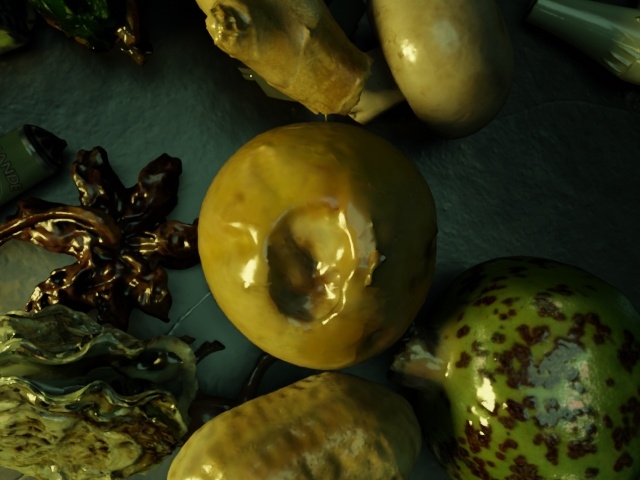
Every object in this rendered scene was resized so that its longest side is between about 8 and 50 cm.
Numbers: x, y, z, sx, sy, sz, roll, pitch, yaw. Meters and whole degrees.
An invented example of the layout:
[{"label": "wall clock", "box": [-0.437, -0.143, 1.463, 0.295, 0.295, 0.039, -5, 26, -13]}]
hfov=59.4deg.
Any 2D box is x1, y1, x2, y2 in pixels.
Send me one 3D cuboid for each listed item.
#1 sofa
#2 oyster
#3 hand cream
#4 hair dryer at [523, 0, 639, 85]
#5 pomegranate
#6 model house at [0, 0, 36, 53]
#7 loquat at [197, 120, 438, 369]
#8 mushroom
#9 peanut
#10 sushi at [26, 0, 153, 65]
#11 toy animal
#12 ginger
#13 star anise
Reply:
[{"label": "sofa", "box": [-0.018, -0.232, 0.654, 0.147, 0.085, 0.060, -57, 138, -11]}, {"label": "oyster", "box": [-0.245, 0.138, 0.503, 0.267, 0.199, 0.112, 7, 40, -1]}, {"label": "hand cream", "box": [-0.368, -0.044, 0.571, 0.235, 0.055, 0.086, -31, 86, -4]}, {"label": "hair dryer", "box": [0.383, -0.328, 0.741, 0.229, 0.092, 0.267, 7, 69, -4]}, {"label": "pomegranate", "box": [0.194, 0.136, 0.561, 0.270, 0.254, 0.254, 19, 81, -11]}, {"label": "model house", "box": [-0.417, -0.271, 0.557, 0.211, 0.170, 0.194, -17, 84, -39]}, {"label": "loquat", "box": [0.000, 0.000, 0.540, 0.243, 0.244, 0.244, 1, 84, -11]}, {"label": "mushroom", "box": [0.105, -0.199, 0.620, 0.204, 0.204, 0.204, 1, 84, -11]}, {"label": "peanut", "box": [-0.019, 0.189, 0.483, 0.224, 0.129, 0.129, -24, 89, -10]}, {"label": "sushi", "box": [-0.261, -0.298, 0.522, 0.149, 0.287, 0.140, -25, 50, 19]}, {"label": "toy animal", "box": [-0.080, 0.205, 0.586, 0.214, 0.094, 0.186, 12, 78, -1]}, {"label": "ginger", "box": [-0.085, -0.288, 0.498, 0.166, 0.236, 0.376, -38, 80, 17]}, {"label": "star anise", "box": [-0.207, 0.003, 0.559, 0.220, 0.126, 0.190, -43, 97, -15]}]
